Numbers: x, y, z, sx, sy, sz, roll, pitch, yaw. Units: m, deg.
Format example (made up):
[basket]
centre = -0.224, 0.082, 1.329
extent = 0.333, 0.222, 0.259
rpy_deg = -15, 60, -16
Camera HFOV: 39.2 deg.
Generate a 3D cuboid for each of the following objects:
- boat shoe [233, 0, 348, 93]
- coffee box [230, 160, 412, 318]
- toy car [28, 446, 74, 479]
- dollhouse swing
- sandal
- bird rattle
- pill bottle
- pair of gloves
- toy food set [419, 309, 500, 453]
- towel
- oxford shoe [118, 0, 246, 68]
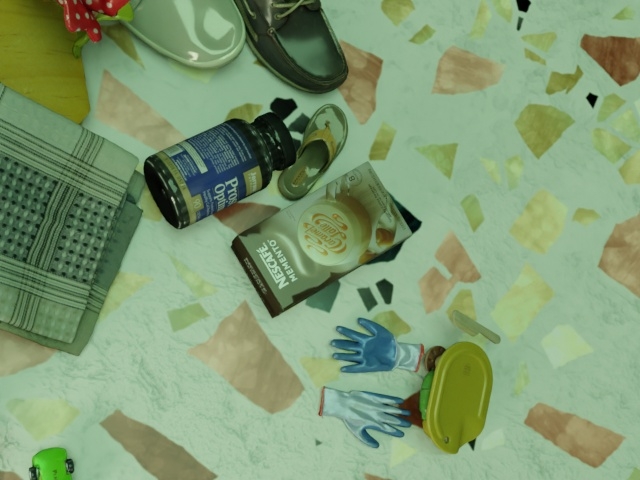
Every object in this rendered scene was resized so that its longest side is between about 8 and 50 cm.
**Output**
[boat shoe]
centre = -0.078, -0.396, 1.463
extent = 0.132, 0.130, 0.355
rpy_deg = -38, 90, -16
[coffee box]
centre = 0.000, 0.000, 1.426
extent = 0.246, 0.098, 0.141
rpy_deg = -31, 88, -16
[toy car]
centre = -0.366, 0.410, 1.284
extent = 0.239, 0.053, 0.225
rpy_deg = -9, 74, -28
[dollhouse swing]
centre = -0.584, -0.267, 1.362
extent = 0.315, 0.305, 0.347
rpy_deg = -1, 76, -55
[sandal]
centre = -0.008, -0.146, 1.476
extent = 0.072, 0.049, 0.180
rpy_deg = 33, 75, -5
[bird rattle]
centre = -0.372, -0.354, 1.273
extent = 0.207, 0.253, 0.143
rpy_deg = 38, 95, -6
[pill bottle]
centre = -0.153, -0.115, 1.396
extent = 0.219, 0.123, 0.123
rpy_deg = -28, 87, -20
[pair of gloves]
centre = 0.082, 0.229, 1.443
extent = 0.159, 0.023, 0.198
rpy_deg = 14, 76, -10
[toy food set]
centre = 0.211, 0.231, 1.455
extent = 0.128, 0.071, 0.218
rpy_deg = 22, 77, -33
[towel]
centre = -0.396, -0.022, 1.267
extent = 0.324, 0.056, 0.312
rpy_deg = 33, 69, -49
[oxford shoe]
centre = -0.291, -0.456, 1.422
extent = 0.169, 0.130, 0.449
rpy_deg = -40, 90, -13
